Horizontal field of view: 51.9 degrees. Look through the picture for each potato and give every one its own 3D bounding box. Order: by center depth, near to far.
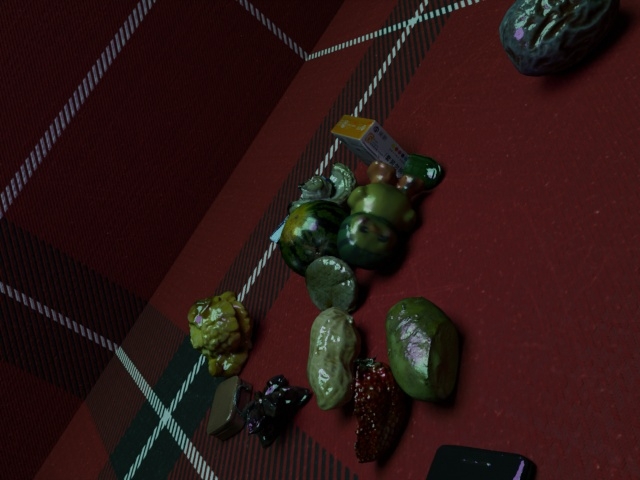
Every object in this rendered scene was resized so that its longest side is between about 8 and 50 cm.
[{"bbox_3d":[0.241,0.255,1.548,0.176,0.141,0.298,-45,35,27],"label":"potato"}]

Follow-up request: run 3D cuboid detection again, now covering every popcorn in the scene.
[{"bbox_3d":[-0.349,0.332,2.390,0.265,0.225,0.332,-47,46,41],"label":"popcorn"}]

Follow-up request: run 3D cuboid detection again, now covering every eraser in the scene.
[{"bbox_3d":[-0.054,-0.104,2.506,0.042,0.144,0.312,45,100,23],"label":"eraser"}]

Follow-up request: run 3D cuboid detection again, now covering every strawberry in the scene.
[{"bbox_3d":[0.146,0.393,1.554,0.106,0.175,0.236,-8,87,22],"label":"strawberry"}]

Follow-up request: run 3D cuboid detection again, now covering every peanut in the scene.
[{"bbox_3d":[0.039,0.324,1.805,0.153,0.140,0.325,-23,38,21],"label":"peanut"}]

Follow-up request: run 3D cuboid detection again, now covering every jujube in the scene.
[{"bbox_3d":[0.639,-0.587,1.782,0.308,0.246,0.215,-50,24,23],"label":"jujube"}]

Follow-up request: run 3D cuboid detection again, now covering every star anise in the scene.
[{"bbox_3d":[-0.150,0.493,1.943,0.212,0.129,0.282,-55,16,-15],"label":"star anise"}]

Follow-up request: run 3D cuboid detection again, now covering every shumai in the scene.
[{"bbox_3d":[0.055,0.138,2.037,0.201,0.201,0.120,-33,-9,37],"label":"shumai"}]

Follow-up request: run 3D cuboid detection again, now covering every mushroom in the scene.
[{"bbox_3d":[0.029,-0.132,2.350,0.267,0.190,0.164,-35,58,-22],"label":"mushroom"}]

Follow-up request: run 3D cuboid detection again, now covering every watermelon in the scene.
[{"bbox_3d":[-0.004,-0.003,2.158,0.269,0.269,0.269,-40,29,27],"label":"watermelon"}]

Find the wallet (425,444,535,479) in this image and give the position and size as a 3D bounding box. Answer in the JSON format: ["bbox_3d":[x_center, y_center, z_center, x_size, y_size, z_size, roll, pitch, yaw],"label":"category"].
[{"bbox_3d":[0.296,0.474,1.284,0.250,0.044,0.149,-12,44,55],"label":"wallet"}]

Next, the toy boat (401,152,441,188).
[{"bbox_3d":[0.318,-0.221,2.101,0.210,0.052,0.104,32,102,64],"label":"toy boat"}]

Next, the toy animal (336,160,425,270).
[{"bbox_3d":[0.170,-0.057,1.996,0.191,0.216,0.338,116,179,-65],"label":"toy animal"}]

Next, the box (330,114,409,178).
[{"bbox_3d":[0.178,-0.327,2.283,0.091,0.221,0.274,-50,27,-1],"label":"box"}]

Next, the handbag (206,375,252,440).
[{"bbox_3d":[-0.298,0.550,2.175,0.151,0.072,0.193,-33,31,36],"label":"handbag"}]
